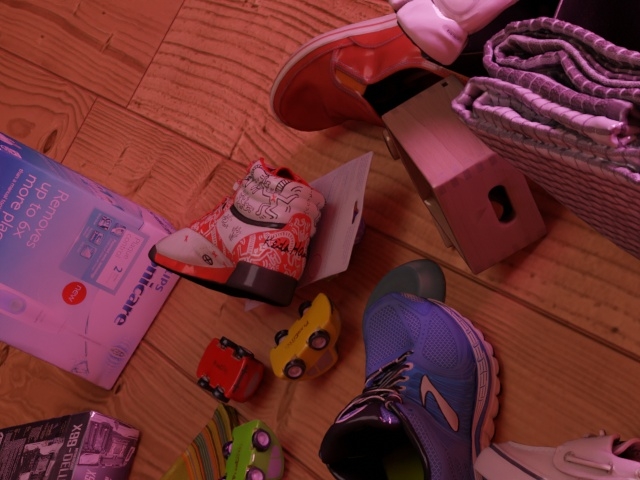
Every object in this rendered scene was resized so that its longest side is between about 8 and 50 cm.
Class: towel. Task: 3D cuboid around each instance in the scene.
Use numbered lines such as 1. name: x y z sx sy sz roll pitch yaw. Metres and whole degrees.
1. towel: -0.164 0.292 2.012 0.237 0.021 0.102 -50 31 20
2. towel: 0.268 -0.066 1.436 0.121 0.235 0.284 -57 30 -4

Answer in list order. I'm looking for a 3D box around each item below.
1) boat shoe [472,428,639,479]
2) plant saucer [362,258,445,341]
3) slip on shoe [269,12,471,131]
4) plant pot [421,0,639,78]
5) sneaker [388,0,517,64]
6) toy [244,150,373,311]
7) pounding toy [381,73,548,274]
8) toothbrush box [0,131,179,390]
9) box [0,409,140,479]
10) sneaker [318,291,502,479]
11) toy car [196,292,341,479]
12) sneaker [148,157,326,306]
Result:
1. boat shoe: 0.227 0.192 1.420 0.267 0.096 0.088 16 75 59
2. plant saucer: 0.078 0.069 1.826 0.119 0.021 0.119 -37 37 35
3. slip on shoe: 0.059 -0.170 1.970 0.331 0.123 0.101 -15 57 46
4. plant pot: 0.238 -0.218 1.675 0.188 0.167 0.187 4 69 59
5. sneaker: 0.121 -0.296 1.663 0.118 0.110 0.292 -32 48 28
6. toy: 0.000 0.000 1.972 0.237 0.056 0.137 -20 53 56
7. pounding toy: 0.136 -0.070 1.751 0.094 0.181 0.206 -30 42 -1
8. toothbrush box: -0.341 0.022 2.239 0.216 0.295 0.126 -57 31 5
9. box: -0.347 0.366 2.177 0.242 0.076 0.307 -17 52 51
10. sneaker: 0.079 0.159 1.623 0.130 0.147 0.330 -45 33 27
11. toy car: -0.060 0.186 1.910 0.239 0.053 0.225 -26 45 47
12. sneaker: -0.087 -0.015 1.985 0.270 0.090 0.145 10 78 60
